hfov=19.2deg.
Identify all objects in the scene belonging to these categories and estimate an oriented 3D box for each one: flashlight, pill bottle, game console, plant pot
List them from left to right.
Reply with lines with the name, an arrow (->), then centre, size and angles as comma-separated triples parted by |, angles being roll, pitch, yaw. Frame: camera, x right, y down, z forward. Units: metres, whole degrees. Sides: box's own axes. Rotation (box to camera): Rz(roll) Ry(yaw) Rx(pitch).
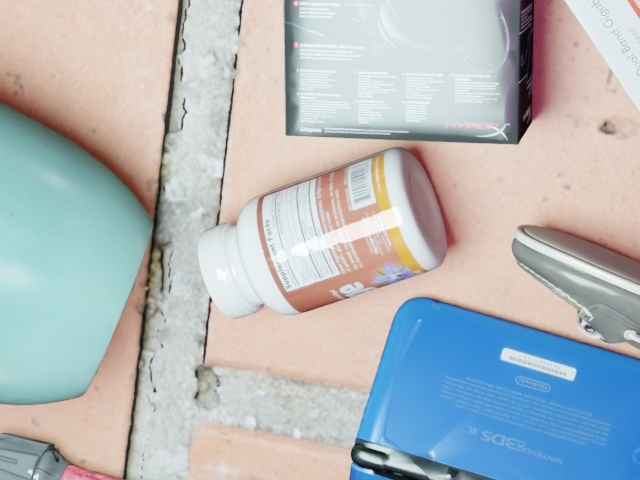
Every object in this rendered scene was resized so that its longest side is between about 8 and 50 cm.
plant pot -> -0.298, 0.023, 1.783 | 0.235, 0.293, 0.293 | 22, 110, -9
flashlight -> -0.193, 0.265, 1.908 | 0.304, 0.103, 0.103 | 15, 109, 9
pill bottle -> 0.000, 0.000, 1.778 | 0.216, 0.121, 0.121 | -19, 99, 18
game console -> 0.185, 0.223, 1.843 | 0.293, 0.173, 0.250 | 16, 77, 9

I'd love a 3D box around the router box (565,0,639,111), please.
router box -> 0.393, -0.206, 1.609 | 0.301, 0.082, 0.335 | -31, 107, 19

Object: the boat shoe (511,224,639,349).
boat shoe -> 0.319, 0.089, 1.729 | 0.335, 0.112, 0.095 | 23, 104, 3

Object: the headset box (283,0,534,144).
headset box -> 0.081, -0.241, 1.697 | 0.218, 0.110, 0.293 | 2, 105, 13
